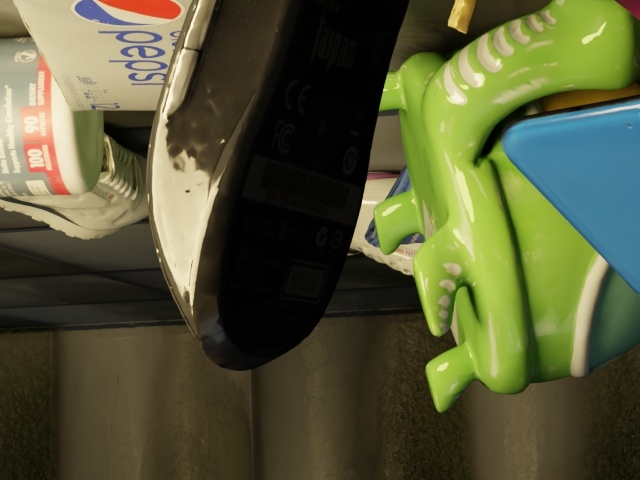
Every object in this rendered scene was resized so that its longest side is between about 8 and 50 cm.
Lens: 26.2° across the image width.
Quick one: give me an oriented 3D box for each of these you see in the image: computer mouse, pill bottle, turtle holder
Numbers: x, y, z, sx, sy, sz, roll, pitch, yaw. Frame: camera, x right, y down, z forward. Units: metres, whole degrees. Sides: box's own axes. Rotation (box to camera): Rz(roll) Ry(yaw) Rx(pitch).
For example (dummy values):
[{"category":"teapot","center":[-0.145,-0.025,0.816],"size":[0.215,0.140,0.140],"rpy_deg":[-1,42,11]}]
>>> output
[{"category":"computer mouse","center":[0.005,-0.084,0.531],"size":[0.060,0.262,0.184],"rpy_deg":[16,-173,28]},{"category":"pill bottle","center":[-0.244,-0.081,0.924],"size":[0.180,0.108,0.108],"rpy_deg":[-3,172,3]},{"category":"turtle holder","center":[0.152,-0.052,0.938],"size":[0.227,0.320,0.243],"rpy_deg":[-15,-151,-2]}]

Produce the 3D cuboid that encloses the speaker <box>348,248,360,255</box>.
[{"category":"speaker","center":[0.000,0.000,1.771],"size":[0.055,0.055,0.136],"rpy_deg":[4,171,-36]}]

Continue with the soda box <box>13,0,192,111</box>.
[{"category":"soda box","center":[-0.085,-0.134,0.634],"size":[0.098,0.091,0.286],"rpy_deg":[0,172,-3]}]

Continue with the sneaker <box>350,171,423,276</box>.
[{"category":"sneaker","center":[0.104,0.001,1.448],"size":[0.305,0.152,0.114],"rpy_deg":[-3,176,20]}]

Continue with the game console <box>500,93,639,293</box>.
[{"category":"game console","center":[0.292,-0.038,0.715],"size":[0.250,0.173,0.293],"rpy_deg":[-27,-167,-35]}]

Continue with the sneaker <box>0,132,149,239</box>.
[{"category":"sneaker","center":[-0.205,-0.058,1.213],"size":[0.095,0.090,0.235],"rpy_deg":[-18,167,30]}]

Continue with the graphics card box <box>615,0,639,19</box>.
[{"category":"graphics card box","center":[0.258,-0.128,0.563],"size":[0.233,0.094,0.371],"rpy_deg":[-1,166,38]}]

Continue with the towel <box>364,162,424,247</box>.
[{"category":"towel","center":[0.227,-0.049,1.272],"size":[0.336,0.040,0.243],"rpy_deg":[0,153,-15]}]
